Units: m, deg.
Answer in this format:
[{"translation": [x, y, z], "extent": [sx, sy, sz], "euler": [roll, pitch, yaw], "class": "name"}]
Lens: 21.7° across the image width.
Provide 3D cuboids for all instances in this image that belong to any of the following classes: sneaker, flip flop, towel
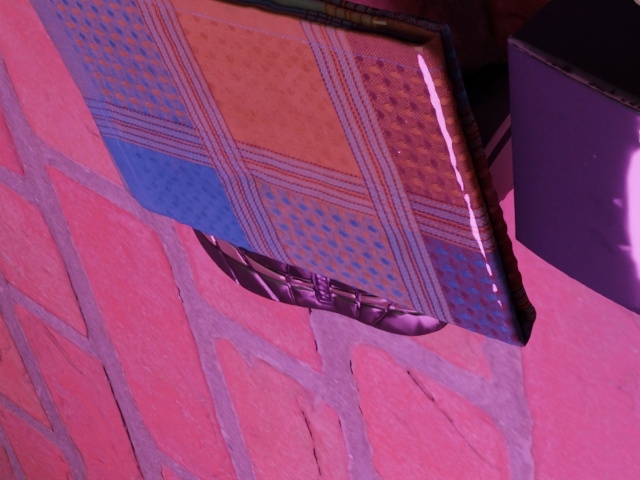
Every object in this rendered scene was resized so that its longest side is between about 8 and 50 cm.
[{"translation": [0.076, -0.056, 1.191], "extent": [0.127, 0.126, 0.321], "euler": [41, 155, 3], "class": "sneaker"}, {"translation": [0.000, 0.000, 1.453], "extent": [0.277, 0.080, 0.112], "euler": [17, 140, 23], "class": "flip flop"}, {"translation": [-0.034, -0.075, 1.130], "extent": [0.370, 0.040, 0.271], "euler": [19, 146, 37], "class": "towel"}]

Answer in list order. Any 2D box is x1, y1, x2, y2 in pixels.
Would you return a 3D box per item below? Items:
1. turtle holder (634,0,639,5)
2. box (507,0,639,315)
[{"translation": [0.173, -0.232, 0.682], "extent": [0.320, 0.243, 0.227], "euler": [42, 137, 35], "class": "turtle holder"}, {"translation": [0.200, -0.085, 0.865], "extent": [0.108, 0.207, 0.153], "euler": [32, 149, 31], "class": "box"}]
